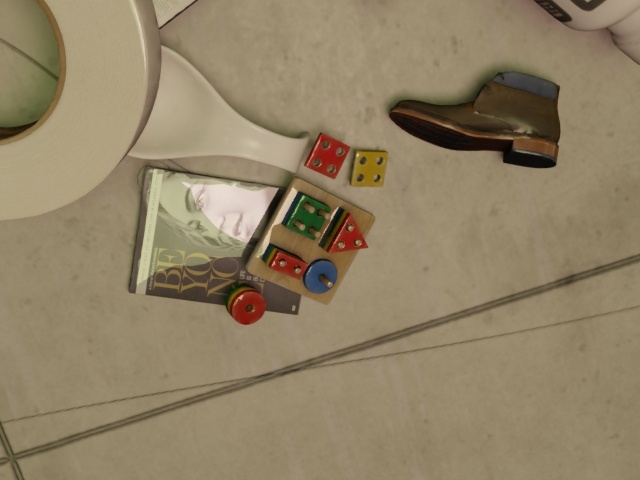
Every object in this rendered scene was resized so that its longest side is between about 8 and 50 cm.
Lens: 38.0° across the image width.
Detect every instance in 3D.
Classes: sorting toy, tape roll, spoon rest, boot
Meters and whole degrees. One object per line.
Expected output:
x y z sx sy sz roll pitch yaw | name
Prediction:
0.000 0.000 1.163 0.132 0.046 0.274 25 96 -32 | sorting toy
-0.369 -0.212 1.023 0.392 0.072 0.391 2 112 4 | tape roll
-0.144 -0.145 1.112 0.277 0.084 0.137 17 100 -12 | spoon rest
0.200 -0.167 1.173 0.219 0.082 0.106 15 79 -7 | boot

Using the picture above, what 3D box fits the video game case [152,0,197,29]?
-0.196 -0.376 1.050 0.210 0.042 0.232 -41 106 -10 | video game case

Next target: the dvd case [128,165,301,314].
-0.122 0.003 1.183 0.221 0.018 0.164 9 102 -10 | dvd case

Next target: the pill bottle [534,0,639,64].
0.293 -0.371 1.054 0.363 0.210 0.210 35 96 -15 | pill bottle
